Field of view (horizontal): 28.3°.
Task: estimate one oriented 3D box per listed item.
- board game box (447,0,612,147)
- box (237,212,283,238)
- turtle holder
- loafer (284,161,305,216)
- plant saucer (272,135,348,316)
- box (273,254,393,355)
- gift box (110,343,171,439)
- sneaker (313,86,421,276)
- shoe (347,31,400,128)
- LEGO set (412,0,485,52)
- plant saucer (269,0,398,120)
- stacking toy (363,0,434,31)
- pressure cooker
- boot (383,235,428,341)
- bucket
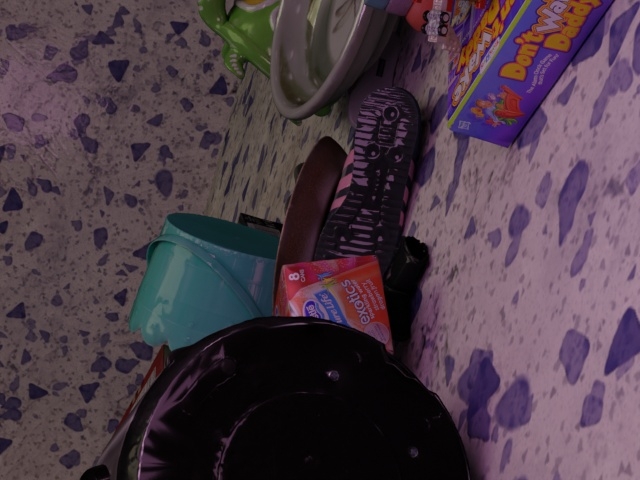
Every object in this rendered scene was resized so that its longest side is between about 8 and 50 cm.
[{"bbox_3d":[0.241,-0.301,1.358,0.347,0.078,0.233,120,160,-48],"label":"board game box"},{"bbox_3d":[-0.106,0.110,2.225,0.165,0.143,0.270,-123,49,-73],"label":"box"},{"bbox_3d":[-0.066,-0.378,2.266,0.227,0.320,0.243,-49,-10,7],"label":"turtle holder"},{"bbox_3d":[-0.007,-0.051,2.154,0.251,0.094,0.087,-79,-15,-61],"label":"loafer"},{"bbox_3d":[0.000,0.000,1.898,0.310,0.050,0.311,13,-90,-78],"label":"plant saucer"},{"bbox_3d":[0.009,0.126,1.597,0.257,0.122,0.128,104,159,-68],"label":"box"},{"bbox_3d":[-0.190,0.356,2.033,0.276,0.258,0.255,-59,19,29],"label":"gift box"},{"bbox_3d":[0.076,-0.060,1.792,0.131,0.112,0.319,-42,-29,-78],"label":"sneaker"},{"bbox_3d":[0.079,-0.248,2.039,0.081,0.063,0.178,139,150,-70],"label":"shoe"},{"bbox_3d":[0.150,-0.332,1.389,0.244,0.060,0.182,-44,56,43],"label":"LEGO set"},{"bbox_3d":[0.041,-0.371,1.974,0.400,0.100,0.401,-166,90,-69],"label":"plant saucer"},{"bbox_3d":[0.146,-0.430,1.602,0.280,0.130,0.309,-64,3,-13],"label":"stacking toy"},{"bbox_3d":[-0.067,0.307,1.363,0.370,0.375,0.420,-59,4,-26],"label":"pressure cooker"},{"bbox_3d":[0.106,0.058,1.610,0.121,0.045,0.099,-96,28,-59],"label":"boot"},{"bbox_3d":[-0.154,0.078,1.998,0.281,0.281,0.183,-128,53,-74],"label":"bucket"}]
